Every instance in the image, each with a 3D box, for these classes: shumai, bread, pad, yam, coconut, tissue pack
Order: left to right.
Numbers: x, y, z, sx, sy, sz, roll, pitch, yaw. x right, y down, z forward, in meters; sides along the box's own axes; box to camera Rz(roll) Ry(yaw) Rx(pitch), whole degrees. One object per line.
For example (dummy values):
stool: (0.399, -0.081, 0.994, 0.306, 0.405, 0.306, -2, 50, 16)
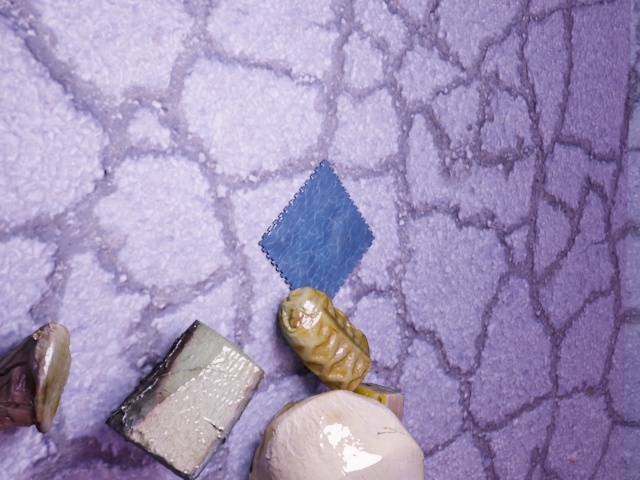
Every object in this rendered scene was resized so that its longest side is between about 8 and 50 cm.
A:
shumai: (-0.489, 0.228, 1.512, 0.120, 0.201, 0.201, 8, 91, -5)
yam: (-0.248, 0.291, 1.700, 0.202, 0.201, 0.271, 45, 68, -17)
pad: (0.000, 0.000, 2.031, 0.269, 0.012, 0.269, -55, 130, -24)
bread: (0.007, 0.212, 1.986, 0.267, 0.130, 0.152, 49, 35, -36)
coconut: (0.029, 0.486, 1.923, 0.346, 0.360, 0.346, -23, 137, -23)
tissue pack: (0.126, 0.428, 2.148, 0.082, 0.120, 0.169, 2, 97, -42)
